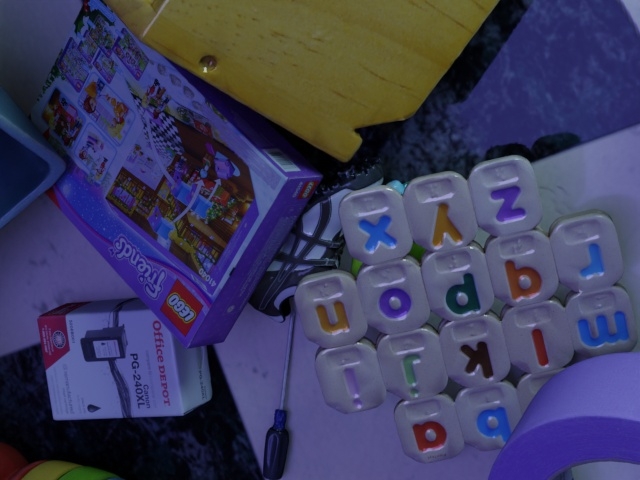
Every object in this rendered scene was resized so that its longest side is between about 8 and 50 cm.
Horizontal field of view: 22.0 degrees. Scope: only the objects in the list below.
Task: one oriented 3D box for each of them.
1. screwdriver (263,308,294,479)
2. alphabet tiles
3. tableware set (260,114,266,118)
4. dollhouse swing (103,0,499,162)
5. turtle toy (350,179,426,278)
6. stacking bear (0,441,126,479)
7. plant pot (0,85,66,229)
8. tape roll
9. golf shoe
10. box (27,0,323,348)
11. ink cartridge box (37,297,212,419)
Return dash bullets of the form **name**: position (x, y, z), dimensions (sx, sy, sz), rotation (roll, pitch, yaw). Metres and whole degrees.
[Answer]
- **screwdriver**: position (-0.038, 0.150, 1.585), dimensions (0.024, 0.025, 0.169), rotation (10, 104, 20)
- **alphabet tiles**: position (0.127, 0.064, 1.444), dimensions (0.284, 0.021, 0.278), rotation (-13, 114, 8)
- **tableware set**: position (-0.026, -0.181, 1.513), dimensions (0.194, 0.039, 0.128), rotation (-13, 87, 20)
- **dollhouse swing**: position (-0.019, -0.322, 1.452), dimensions (0.315, 0.305, 0.347), rotation (30, 105, -27)
- **turtle toy**: position (0.073, -0.005, 1.482), dimensions (0.066, 0.095, 0.130), rotation (42, 113, 34)
- **stacking bear**: position (-0.263, 0.286, 1.636), dimensions (0.289, 0.164, 0.175), rotation (21, 107, 22)
- **plant pot**: position (-0.439, -0.119, 1.534), dimensions (0.247, 0.248, 0.252), rotation (-40, 54, 7)
- **tape roll**: position (0.280, 0.229, 1.378), dimensions (0.275, 0.090, 0.274), rotation (17, 129, 22)
- **golf shoe**: position (0.000, 0.000, 1.523), dimensions (0.198, 0.077, 0.094), rotation (-38, 95, 30)
- **box**: position (-0.151, -0.071, 1.525), dimensions (0.293, 0.057, 0.201), rotation (45, 119, 25)
- **ink cartridge box**: position (-0.192, 0.115, 1.620), dimensions (0.151, 0.063, 0.109), rotation (-5, 98, 23)
